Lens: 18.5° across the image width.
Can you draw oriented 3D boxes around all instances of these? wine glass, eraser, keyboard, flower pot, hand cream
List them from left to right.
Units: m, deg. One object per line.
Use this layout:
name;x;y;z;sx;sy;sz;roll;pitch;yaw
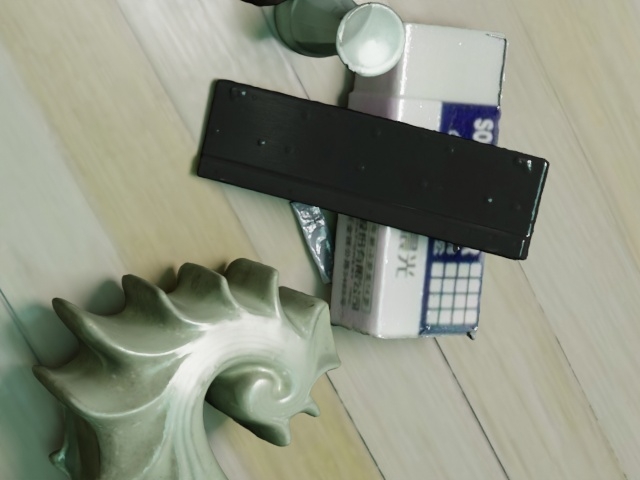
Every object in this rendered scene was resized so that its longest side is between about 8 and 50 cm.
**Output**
flower pot;-0.109;0.207;1.749;0.254;0.164;0.367;-11;104;-24
hand cream;0.000;0.000;1.823;0.030;0.019;0.093;-24;107;-16
wine glass;0.018;-0.184;1.715;0.073;0.155;0.073;-6;108;-20
keyboard;0.042;-0.061;1.732;0.310;0.018;0.101;14;97;13
eraser;0.090;-0.054;1.801;0.130;0.086;0.287;3;96;-30

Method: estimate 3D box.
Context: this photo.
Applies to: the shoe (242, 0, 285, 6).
shoe;-0.006;-0.306;1.668;0.384;0.171;0.237;25;85;-22
